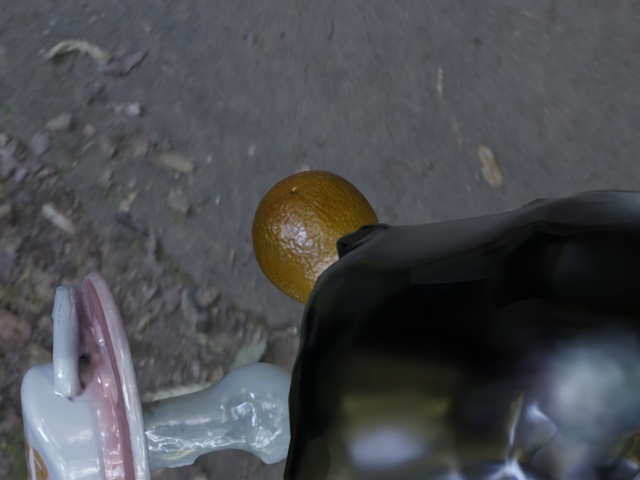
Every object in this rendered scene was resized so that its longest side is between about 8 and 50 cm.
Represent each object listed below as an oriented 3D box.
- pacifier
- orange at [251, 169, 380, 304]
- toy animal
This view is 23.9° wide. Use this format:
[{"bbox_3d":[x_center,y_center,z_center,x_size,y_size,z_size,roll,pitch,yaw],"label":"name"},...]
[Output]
[{"bbox_3d":[-0.161,0.176,1.352,0.273,0.220,0.332,15,132,12],"label":"pacifier"},{"bbox_3d":[0.000,0.000,0.871,0.085,0.085,0.085,0,104,0],"label":"orange"},{"bbox_3d":[0.157,0.093,0.493,0.310,0.251,0.251,-5,105,12],"label":"toy animal"}]
